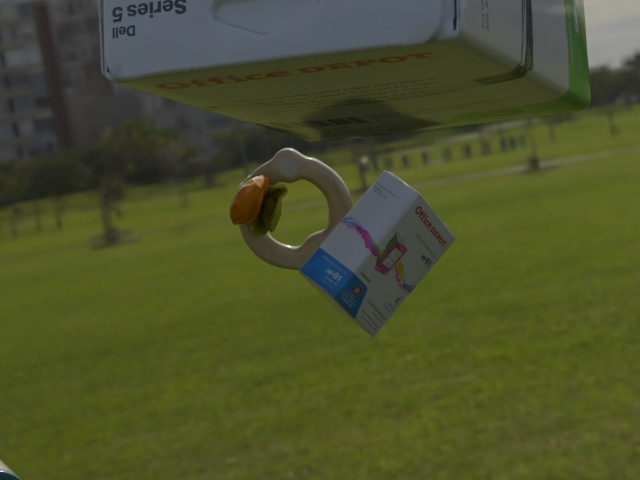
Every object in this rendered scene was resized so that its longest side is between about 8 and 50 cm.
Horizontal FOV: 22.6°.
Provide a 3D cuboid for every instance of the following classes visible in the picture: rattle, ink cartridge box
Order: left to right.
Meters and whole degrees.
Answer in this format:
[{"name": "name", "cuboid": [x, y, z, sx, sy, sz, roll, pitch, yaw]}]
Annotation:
[{"name": "rattle", "cuboid": [0.000, 0.000, 1.695, 0.130, 0.200, 0.143, -40, 6, -9]}, {"name": "ink cartridge box", "cuboid": [0.024, -0.134, 0.914, 0.198, 0.115, 0.273, -5, -5, 22]}, {"name": "ink cartridge box", "cuboid": [0.053, 0.012, 1.445, 0.052, 0.122, 0.088, 34, -8, 39]}]

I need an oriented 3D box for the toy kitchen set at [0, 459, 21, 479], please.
[{"name": "toy kitchen set", "cuboid": [-0.363, 0.310, 1.502, 0.207, 0.166, 0.122, -17, 26, -29]}]
